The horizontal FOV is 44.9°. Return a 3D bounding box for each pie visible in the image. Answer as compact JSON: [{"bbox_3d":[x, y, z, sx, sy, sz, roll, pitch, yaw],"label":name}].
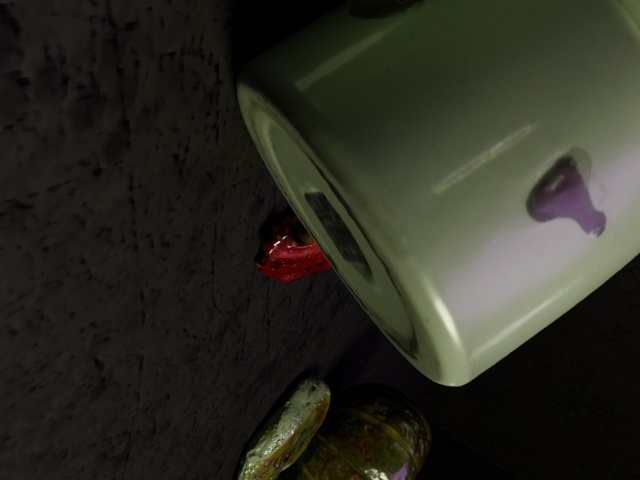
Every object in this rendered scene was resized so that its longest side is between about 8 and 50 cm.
[{"bbox_3d":[-0.047,0.258,1.004,0.187,0.041,0.186,-51,163,-21],"label":"pie"}]

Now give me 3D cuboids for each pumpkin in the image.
[{"bbox_3d":[0.061,0.335,1.146,0.260,0.189,0.260,-54,178,-3],"label":"pumpkin"}]

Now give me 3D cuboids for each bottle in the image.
[{"bbox_3d":[0.152,-0.095,0.431,0.352,0.229,0.229,-33,160,-6],"label":"bottle"}]

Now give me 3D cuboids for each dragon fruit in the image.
[{"bbox_3d":[0.003,0.002,0.639,0.097,0.063,0.131,-58,164,-1],"label":"dragon fruit"}]
